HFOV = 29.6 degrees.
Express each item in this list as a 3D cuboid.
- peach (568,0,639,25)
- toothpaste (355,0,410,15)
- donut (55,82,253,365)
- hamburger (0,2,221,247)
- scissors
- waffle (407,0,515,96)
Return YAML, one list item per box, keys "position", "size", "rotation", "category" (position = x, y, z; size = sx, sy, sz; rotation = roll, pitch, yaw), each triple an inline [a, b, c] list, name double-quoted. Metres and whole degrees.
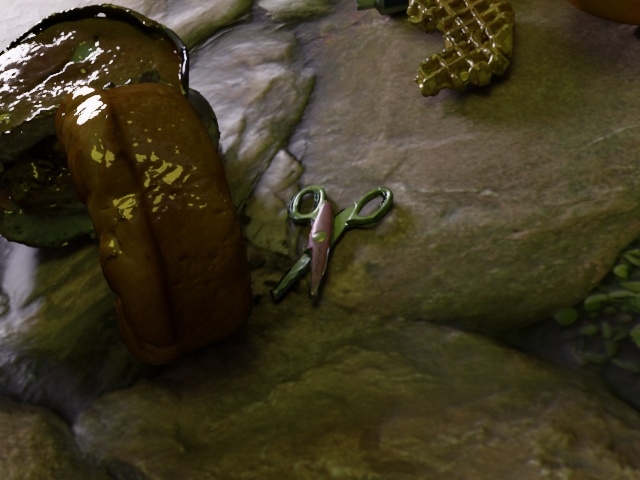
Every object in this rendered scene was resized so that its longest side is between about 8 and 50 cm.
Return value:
- position: [0.420, -0.409, 1.480]
  size: [0.288, 0.289, 0.308]
  rotation: [1, 24, 22]
  category: "peach"
- position: [0.180, -0.358, 1.684]
  size: [0.268, 0.047, 0.069]
  rotation: [-11, 30, 5]
  category: "toothpaste"
- position: [-0.180, -0.025, 1.307]
  size: [0.150, 0.299, 0.317]
  rotation: [-17, 73, -13]
  category: "donut"
- position: [-0.303, -0.158, 1.550]
  size: [0.318, 0.195, 0.277]
  rotation: [-20, 39, -4]
  category: "hamburger"
- position: [0.000, 0.000, 1.395]
  size: [0.133, 0.020, 0.187]
  rotation: [2, 44, 27]
  category: "scissors"
- position: [0.179, -0.260, 1.575]
  size: [0.148, 0.051, 0.194]
  rotation: [-3, 50, 18]
  category: "waffle"
